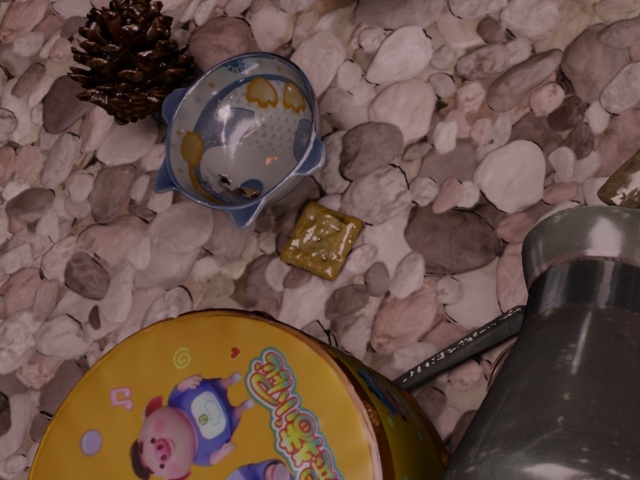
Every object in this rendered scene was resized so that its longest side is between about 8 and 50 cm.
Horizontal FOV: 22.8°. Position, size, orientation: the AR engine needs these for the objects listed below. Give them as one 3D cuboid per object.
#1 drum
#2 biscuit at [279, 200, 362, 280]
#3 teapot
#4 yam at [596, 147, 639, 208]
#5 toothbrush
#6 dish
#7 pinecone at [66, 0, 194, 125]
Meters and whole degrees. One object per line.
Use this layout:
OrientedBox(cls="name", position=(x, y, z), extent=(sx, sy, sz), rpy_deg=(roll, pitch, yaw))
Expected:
OrientedBox(cls="drum", position=(-0.079, 0.287, 1.604), extent=(0.431, 0.214, 0.431), rpy_deg=(-10, 68, 26))
OrientedBox(cls="biscuit", position=(0.000, 0.000, 1.837), extent=(0.083, 0.018, 0.081), rpy_deg=(22, 80, 35))
OrientedBox(cls="teapot", position=(0.243, 0.169, 1.484), extent=(0.300, 0.253, 0.344), rpy_deg=(-34, 30, 50))
OrientedBox(cls="yam", position=(0.408, -0.137, 1.650), extent=(0.300, 0.066, 0.066), rpy_deg=(-48, 54, 1))
OrientedBox(cls="toothbrush", position=(0.099, 0.148, 1.707), extent=(0.297, 0.030, 0.030), rpy_deg=(-31, 48, 13))
OrientedBox(cls="dish", position=(-0.086, -0.107, 1.893), extent=(0.228, 0.086, 0.236), rpy_deg=(-43, 55, 6))
OrientedBox(cls="pinecone", position=(-0.238, -0.231, 1.987), extent=(0.173, 0.173, 0.173), rpy_deg=(-12, 62, 24))
